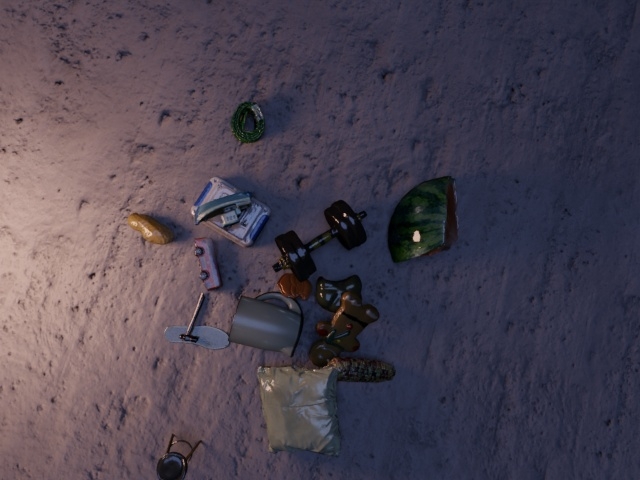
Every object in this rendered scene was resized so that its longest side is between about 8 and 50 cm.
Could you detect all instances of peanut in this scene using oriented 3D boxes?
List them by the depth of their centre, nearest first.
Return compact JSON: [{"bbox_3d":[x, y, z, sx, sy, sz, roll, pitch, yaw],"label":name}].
[{"bbox_3d":[-0.604,-0.040,1.467,0.175,0.080,0.080,31,81,2],"label":"peanut"}]

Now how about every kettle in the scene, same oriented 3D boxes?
[{"bbox_3d":[-0.176,0.274,1.443,0.237,0.161,0.221,16,51,-5],"label":"kettle"}]

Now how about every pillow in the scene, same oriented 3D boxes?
[{"bbox_3d":[-0.063,0.570,1.392,0.284,0.138,0.309,-8,86,16],"label":"pillow"}]

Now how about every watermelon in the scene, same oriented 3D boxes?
[{"bbox_3d":[0.409,-0.089,1.511,0.319,0.222,0.292,-11,89,-7],"label":"watermelon"}]

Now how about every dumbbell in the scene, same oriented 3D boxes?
[{"bbox_3d":[0.000,0.000,1.472,0.388,0.185,0.185,-32,87,-10],"label":"dumbbell"}]

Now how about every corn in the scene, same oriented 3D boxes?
[{"bbox_3d":[0.146,0.458,1.466,0.254,0.086,0.086,9,82,-21],"label":"corn"}]

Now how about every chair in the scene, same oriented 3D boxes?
[{"bbox_3d":[-0.460,0.690,1.321,0.095,0.221,0.104,45,80,-4],"label":"chair"}]

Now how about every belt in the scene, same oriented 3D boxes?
[{"bbox_3d":[-0.272,-0.441,1.552,0.121,0.079,0.151,0,94,-16],"label":"belt"}]

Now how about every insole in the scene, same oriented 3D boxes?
[{"bbox_3d":[-0.437,0.339,1.473,0.232,0.003,0.080,9,82,-5],"label":"insole"}]

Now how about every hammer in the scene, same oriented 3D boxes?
[{"bbox_3d":[-0.442,0.272,1.472,0.065,0.021,0.178,18,77,-3],"label":"hammer"}]

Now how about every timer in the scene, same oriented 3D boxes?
[{"bbox_3d":[-0.322,-0.104,1.502,0.253,0.078,0.178,30,80,-1],"label":"timer"}]

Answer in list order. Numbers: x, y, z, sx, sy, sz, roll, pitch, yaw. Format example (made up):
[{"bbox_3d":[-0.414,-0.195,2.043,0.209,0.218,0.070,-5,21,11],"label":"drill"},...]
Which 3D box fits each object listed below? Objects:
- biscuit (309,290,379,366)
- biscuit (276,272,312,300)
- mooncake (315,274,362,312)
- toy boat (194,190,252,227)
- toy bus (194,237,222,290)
[{"bbox_3d":[0.075,0.329,1.456,0.197,0.049,0.301,35,100,-23],"label":"biscuit"},{"bbox_3d":[-0.093,0.166,1.501,0.131,0.019,0.102,16,52,-7],"label":"biscuit"},{"bbox_3d":[0.068,0.182,1.498,0.175,0.104,0.168,-35,82,-12],"label":"mooncake"},{"bbox_3d":[-0.325,-0.094,1.416,0.215,0.088,0.102,-18,86,-10],"label":"toy boat"},{"bbox_3d":[-0.402,0.082,1.480,0.077,0.065,0.192,-12,85,-18],"label":"toy bus"}]
